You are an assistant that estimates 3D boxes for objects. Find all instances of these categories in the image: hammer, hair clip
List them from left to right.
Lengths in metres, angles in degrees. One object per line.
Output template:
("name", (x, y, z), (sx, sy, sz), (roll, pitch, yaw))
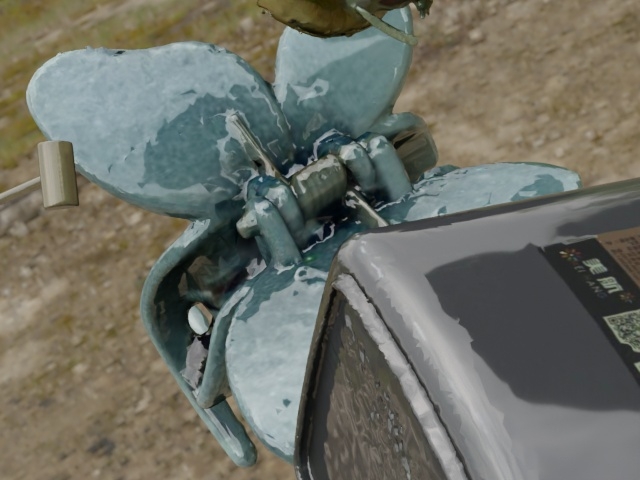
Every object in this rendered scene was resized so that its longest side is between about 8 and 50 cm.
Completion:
("hammer", (-0.167, -0.029, 0.675), (0.019, 0.035, 0.110), (-5, -4, -37))
("hair clip", (0.000, 0.000, 0.964), (0.318, 0.238, 0.392), (-32, 63, -18))

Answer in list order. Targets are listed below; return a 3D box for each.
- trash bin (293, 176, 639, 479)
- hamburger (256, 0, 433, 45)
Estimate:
("trash bin", (0.153, 0.074, 0.417), (0.290, 0.182, 0.209), (-8, 47, -20))
("hamburger", (0.004, -0.191, 0.689), (0.113, 0.185, 0.177), (-23, 2, 20))
